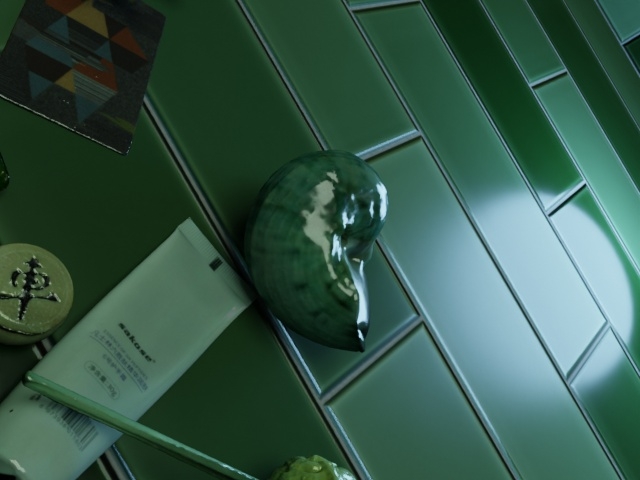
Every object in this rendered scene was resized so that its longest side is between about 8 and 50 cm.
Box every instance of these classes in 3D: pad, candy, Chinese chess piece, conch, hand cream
[{"bbox_3d":[-0.240,-0.199,0.703,0.143,0.003,0.211,25,52,-31],"label":"pad"},{"bbox_3d":[-0.087,0.179,0.545,0.336,0.093,0.092,37,89,-33],"label":"candy"},{"bbox_3d":[-0.242,0.042,0.547,0.084,0.034,0.084,22,53,-33],"label":"Chinese chess piece"},{"bbox_3d":[-0.001,-0.002,0.727,0.202,0.134,0.196,-67,156,-47],"label":"conch"},{"bbox_3d":[-0.162,0.094,0.583,0.109,0.067,0.320,49,39,-8],"label":"hand cream"}]

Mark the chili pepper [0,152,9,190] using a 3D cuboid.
[{"bbox_3d":[-0.334,-0.086,0.524,0.182,0.050,0.073,11,54,-41],"label":"chili pepper"}]
